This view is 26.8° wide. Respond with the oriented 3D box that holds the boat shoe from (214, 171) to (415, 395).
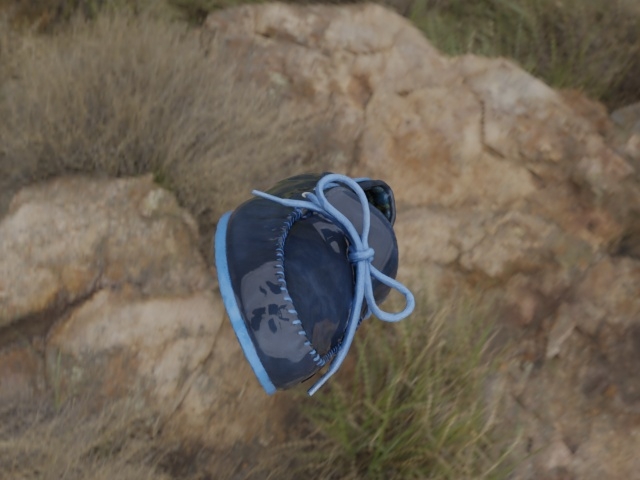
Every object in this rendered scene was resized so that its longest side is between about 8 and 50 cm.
[{"bbox_3d":[0.000,0.000,0.759,0.089,0.258,0.109,-17,110,10],"label":"boat shoe"}]
